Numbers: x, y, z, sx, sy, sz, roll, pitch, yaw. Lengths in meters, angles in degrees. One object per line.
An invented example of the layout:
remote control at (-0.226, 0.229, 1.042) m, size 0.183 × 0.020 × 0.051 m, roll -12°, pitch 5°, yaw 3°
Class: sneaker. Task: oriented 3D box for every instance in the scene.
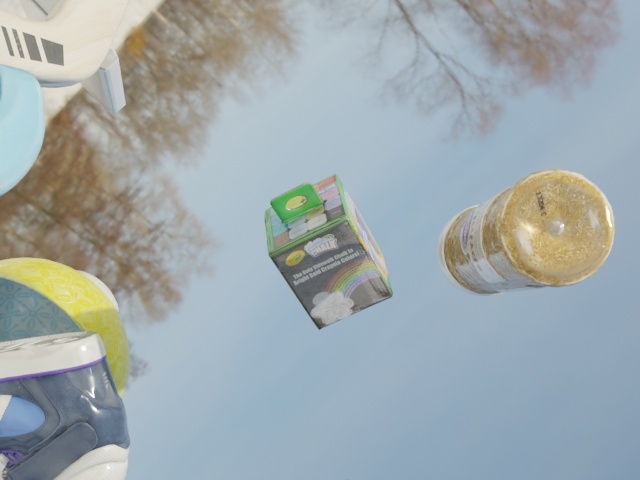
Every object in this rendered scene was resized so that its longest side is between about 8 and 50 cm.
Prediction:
sneaker at (-0.392, 0.248, 1.127) m, size 0.323 × 0.236 × 0.130 m, roll -9°, pitch -174°, yaw 3°

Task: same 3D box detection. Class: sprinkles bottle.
sprinkles bottle at (0.225, 0.001, 1.086) m, size 0.121 × 0.121 × 0.355 m, roll -49°, pitch 179°, yaw -6°

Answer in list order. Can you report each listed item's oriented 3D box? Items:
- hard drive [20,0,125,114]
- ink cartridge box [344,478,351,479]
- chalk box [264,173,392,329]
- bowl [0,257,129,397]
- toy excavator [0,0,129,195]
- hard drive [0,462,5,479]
hard drive at (-0.463, -0.366, 1.740) m, size 0.047 × 0.233 × 0.353 m, roll -45°, pitch -176°, yaw -11°
ink cartridge box at (0.012, 0.538, 1.609) m, size 0.148 × 0.086 × 0.203 m, roll -24°, pitch -144°, yaw 17°
chalk box at (0.000, 0.000, 1.397) m, size 0.132 × 0.213 × 0.132 m, roll -25°, pitch -149°, yaw 9°
bowl at (-0.387, 0.132, 1.370) m, size 0.289 × 0.289 × 0.156 m, roll -32°, pitch -168°, yaw 36°
toy excavator at (-0.325, -0.156, 0.831) m, size 0.222 × 0.445 × 0.433 m, roll -16°, pitch -104°, yaw 36°
hard drive at (-0.688, 0.513, 1.827) m, size 0.210 × 0.318 × 0.040 m, roll -31°, pitch -163°, yaw 7°
